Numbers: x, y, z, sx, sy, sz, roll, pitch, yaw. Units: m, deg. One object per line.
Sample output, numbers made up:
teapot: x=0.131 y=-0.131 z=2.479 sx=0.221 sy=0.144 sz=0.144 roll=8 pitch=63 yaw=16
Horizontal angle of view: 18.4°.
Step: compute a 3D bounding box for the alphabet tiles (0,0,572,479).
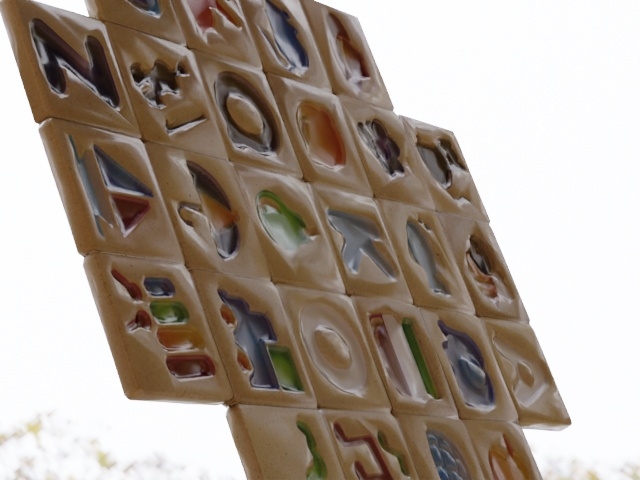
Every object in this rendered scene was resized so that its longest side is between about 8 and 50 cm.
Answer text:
alphabet tiles: x=0.000 y=0.000 z=0.863 sx=0.011 sy=0.285 sz=0.342 roll=-32 pitch=-23 yaw=27
